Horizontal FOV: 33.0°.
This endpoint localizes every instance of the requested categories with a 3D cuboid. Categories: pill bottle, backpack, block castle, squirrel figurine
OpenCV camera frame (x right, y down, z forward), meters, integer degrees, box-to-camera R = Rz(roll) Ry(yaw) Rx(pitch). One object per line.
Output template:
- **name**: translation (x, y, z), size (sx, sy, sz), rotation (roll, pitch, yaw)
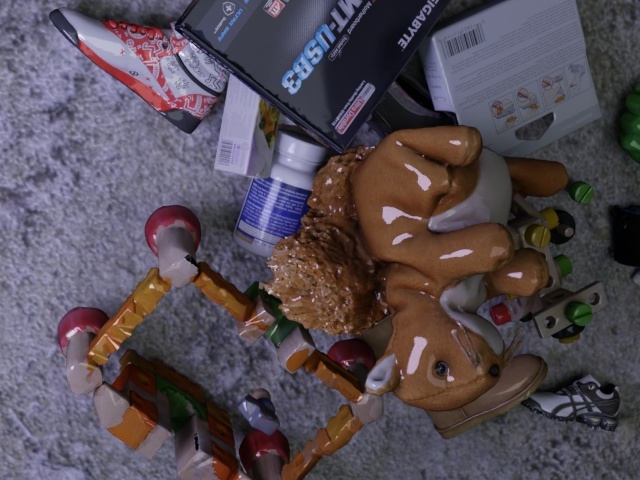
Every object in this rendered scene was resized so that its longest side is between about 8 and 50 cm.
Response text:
- **pill bottle**: translation (-0.057, -0.071, 1.670), size (0.112, 0.112, 0.187), rotation (16, 103, -16)
- **backpack**: translation (0.557, -0.006, 1.816), size (0.084, 0.114, 0.105), rotation (-14, 108, -28)
- **block castle**: translation (-0.151, 0.188, 1.663), size (0.453, 0.213, 0.303), rotation (38, 101, -23)
- **squirrel figurine**: translation (0.125, 0.049, 1.533), size (0.281, 0.397, 0.370), rotation (14, 80, -56)

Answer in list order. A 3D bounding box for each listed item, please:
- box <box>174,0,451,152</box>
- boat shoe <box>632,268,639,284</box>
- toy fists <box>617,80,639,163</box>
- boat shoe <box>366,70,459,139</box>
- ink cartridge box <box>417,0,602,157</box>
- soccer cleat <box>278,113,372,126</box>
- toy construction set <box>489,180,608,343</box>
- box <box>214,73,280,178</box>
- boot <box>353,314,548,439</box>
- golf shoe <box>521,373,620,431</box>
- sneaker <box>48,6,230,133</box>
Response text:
- **box**: translation (-0.003, -0.326, 1.528), size (0.293, 0.073, 0.295), rotation (37, 87, -17)
- **boat shoe**: translation (0.590, 0.081, 1.895), size (0.100, 0.035, 0.035), rotation (25, 127, -21)
- **toy fists**: translation (0.591, -0.248, 1.763), size (0.142, 0.096, 0.279), rotation (32, 96, -29)
- **boat shoe**: translation (0.145, -0.184, 1.687), size (0.335, 0.095, 0.112), rotation (38, 96, -19)
- **ink cartridge box**: translation (0.298, -0.256, 1.678), size (0.275, 0.060, 0.239), rotation (-27, 112, -22)
- **soccer cleat**: translation (-0.019, -0.207, 1.636), size (0.196, 0.068, 0.076), rotation (4, 101, 13)
- **toy construction set**: translation (0.306, 0.044, 1.700), size (0.309, 0.237, 0.257), rotation (2, 106, -17)
- **box**: translation (-0.089, -0.254, 1.594), size (0.063, 0.067, 0.324), rotation (3, 97, -58)
- **boot**: translation (0.219, 0.186, 1.809), size (0.236, 0.089, 0.269), rotation (-35, 109, 8)
- **golf shoe**: translation (0.441, 0.276, 1.906), size (0.198, 0.077, 0.094), rotation (13, 93, -22)
- **sneaker**: translation (-0.250, -0.290, 1.578), size (0.270, 0.090, 0.145), rotation (38, 95, -23)
